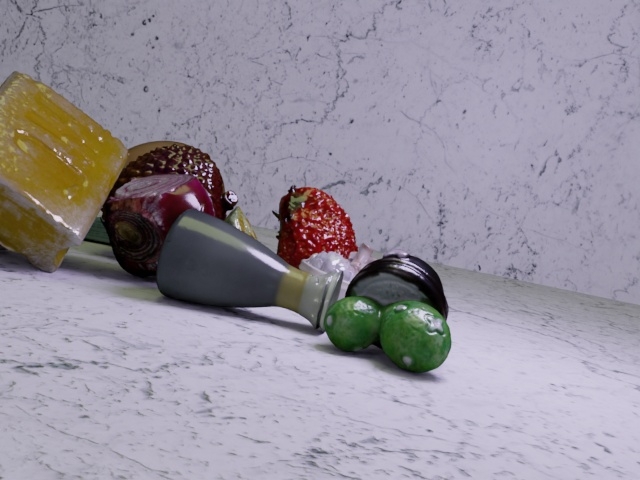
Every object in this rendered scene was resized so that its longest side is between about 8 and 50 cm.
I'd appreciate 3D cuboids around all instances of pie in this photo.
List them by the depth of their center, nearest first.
[{"bbox_3d":[-0.172,0.031,1.751,0.090,0.200,0.248,-14,2,-8],"label":"pie"}]

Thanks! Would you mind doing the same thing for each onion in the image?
[{"bbox_3d":[-0.316,-0.027,1.721,0.206,0.206,0.216,-2,24,11],"label":"onion"}]

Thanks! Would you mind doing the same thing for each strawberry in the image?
[{"bbox_3d":[-0.001,0.002,2.089,0.258,0.260,0.261,6,5,-4],"label":"strawberry"}]

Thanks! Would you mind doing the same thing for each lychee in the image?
[{"bbox_3d":[-0.358,-0.084,1.988,0.331,0.305,0.306,-2,3,4],"label":"lychee"}]

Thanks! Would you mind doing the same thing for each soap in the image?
[{"bbox_3d":[-0.564,-0.141,1.634,0.293,0.156,0.335,41,32,-21],"label":"soap"}]

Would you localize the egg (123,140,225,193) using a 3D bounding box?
[{"bbox_3d":[-0.472,-0.153,2.512,0.374,0.300,0.301,7,6,-35],"label":"egg"}]

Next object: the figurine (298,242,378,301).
[{"bbox_3d":[0.047,0.076,1.883,0.163,0.141,0.237,27,13,35],"label":"figurine"}]

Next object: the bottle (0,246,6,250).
[{"bbox_3d":[-0.740,-0.059,1.709,0.237,0.147,0.147,3,3,6],"label":"bottle"}]

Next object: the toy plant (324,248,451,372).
[{"bbox_3d":[0.127,0.127,1.398,0.218,0.175,0.235,5,29,22],"label":"toy plant"}]

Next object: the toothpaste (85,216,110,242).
[{"bbox_3d":[-0.532,-0.019,2.182,0.313,0.070,0.089,10,0,0],"label":"toothpaste"}]

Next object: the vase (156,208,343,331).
[{"bbox_3d":[-0.125,0.065,1.535,0.321,0.173,0.173,17,5,10],"label":"vase"}]
